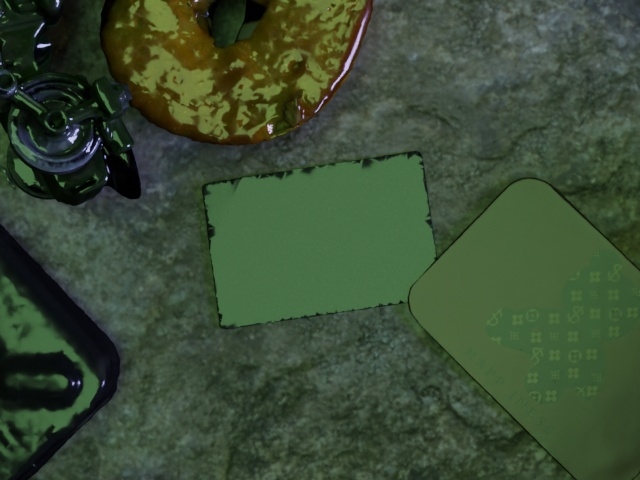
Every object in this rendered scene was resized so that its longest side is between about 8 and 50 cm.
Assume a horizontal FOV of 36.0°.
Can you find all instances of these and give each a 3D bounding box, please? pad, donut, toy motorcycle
[{"bbox_3d":[0.000,0.000,0.922,0.211,0.003,0.143,-8,88,4],"label":"pad"},{"bbox_3d":[0.225,0.086,0.899,0.267,0.004,0.181,44,92,4],"label":"pad"},{"bbox_3d":[-0.072,-0.203,0.879,0.253,0.118,0.253,0,90,6],"label":"donut"},{"bbox_3d":[-0.242,-0.150,0.842,0.127,0.205,0.275,-27,92,-18],"label":"toy motorcycle"}]

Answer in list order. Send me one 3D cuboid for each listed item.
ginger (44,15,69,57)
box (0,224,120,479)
[{"bbox_3d":[-0.309,-0.293,0.932,0.149,0.065,0.259,-11,97,15],"label":"ginger"},{"bbox_3d":[-0.408,0.120,0.906,0.359,0.091,0.350,-44,86,1],"label":"box"}]
